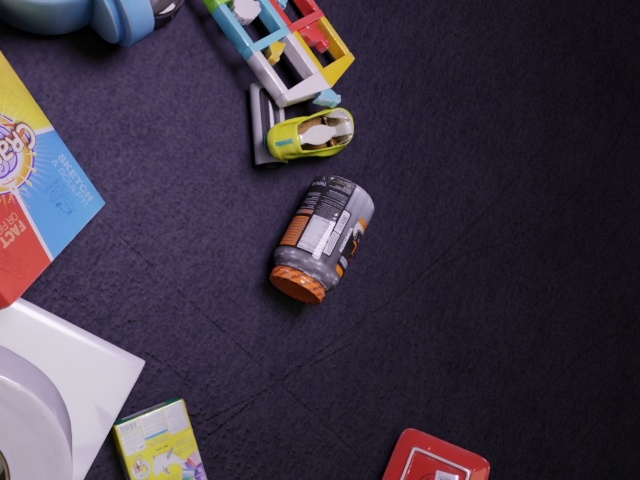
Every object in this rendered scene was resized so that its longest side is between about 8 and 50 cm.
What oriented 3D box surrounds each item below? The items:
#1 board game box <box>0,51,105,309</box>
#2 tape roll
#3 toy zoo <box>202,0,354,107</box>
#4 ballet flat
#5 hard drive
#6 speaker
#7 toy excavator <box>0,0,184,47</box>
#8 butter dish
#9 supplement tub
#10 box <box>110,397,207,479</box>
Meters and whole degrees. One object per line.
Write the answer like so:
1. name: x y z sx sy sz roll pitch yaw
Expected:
1. board game box: -0.412 -0.106 0.785 0.316 0.064 0.242 61 24 -25
2. tape roll: -0.431 0.261 0.772 0.286 0.100 0.286 -4 100 -21
3. toy zoo: -0.061 -0.340 1.103 0.293 0.030 0.192 53 50 -7
4. ballet flat: 0.007 -0.174 1.099 0.231 0.077 0.077 -25 102 -49
5. hard drive: -0.418 0.179 0.869 0.319 0.040 0.210 33 69 -22
6. speaker: -0.084 -0.186 1.098 0.055 0.055 0.136 -2 85 -30
7. toy excavator: -0.433 -0.393 0.852 0.445 0.222 0.433 -40 103 -19
8. butter dish: 0.189 0.426 1.152 0.160 0.118 0.160 18 68 19
9. supplement tub: 0.000 0.000 1.088 0.117 0.117 0.190 36 69 -22
10. box: -0.222 0.327 0.963 0.105 0.043 0.179 -17 90 -31
